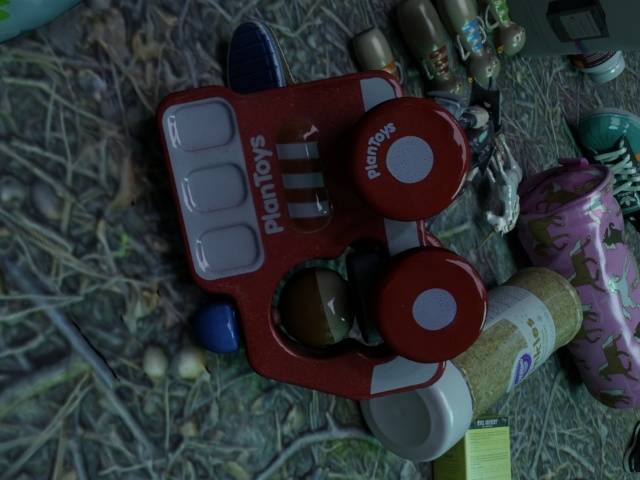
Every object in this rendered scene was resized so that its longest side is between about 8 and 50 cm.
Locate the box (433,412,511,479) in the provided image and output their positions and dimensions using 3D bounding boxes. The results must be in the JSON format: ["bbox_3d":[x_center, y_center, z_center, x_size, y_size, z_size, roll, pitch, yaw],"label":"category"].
[{"bbox_3d":[0.187,0.332,0.898,0.087,0.058,0.232,5,79,-37],"label":"box"}]

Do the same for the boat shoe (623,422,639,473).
[{"bbox_3d":[0.581,0.369,1.316,0.125,0.038,0.046,-35,108,-43],"label":"boat shoe"}]

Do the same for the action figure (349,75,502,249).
[{"bbox_3d":[0.133,-0.078,0.857,0.285,0.099,0.185,-53,147,-24],"label":"action figure"}]

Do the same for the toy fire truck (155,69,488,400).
[{"bbox_3d":[0.000,0.000,0.667,0.253,0.169,0.302,-10,102,-2],"label":"toy fire truck"}]

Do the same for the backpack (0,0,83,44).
[{"bbox_3d":[-0.222,-0.237,0.446,0.273,0.290,0.356,46,46,-41],"label":"backpack"}]

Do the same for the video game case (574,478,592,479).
[{"bbox_3d":[0.371,0.438,1.105,0.157,0.019,0.143,13,75,-45],"label":"video game case"}]

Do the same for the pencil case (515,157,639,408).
[{"bbox_3d":[0.423,0.067,1.120,0.386,0.160,0.167,60,19,-20],"label":"pencil case"}]

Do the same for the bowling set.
[{"bbox_3d":[0.193,-0.251,0.915,0.287,0.199,0.154,-45,117,-36],"label":"bowling set"}]

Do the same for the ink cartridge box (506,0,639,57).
[{"bbox_3d":[0.435,-0.378,1.055,0.226,0.306,0.131,-38,111,-13],"label":"ink cartridge box"}]

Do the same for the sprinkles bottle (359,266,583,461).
[{"bbox_3d":[0.198,0.136,0.902,0.355,0.121,0.121,-22,99,-46],"label":"sprinkles bottle"}]

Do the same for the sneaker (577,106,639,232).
[{"bbox_3d":[0.551,-0.119,1.317,0.302,0.108,0.121,35,56,-38],"label":"sneaker"}]

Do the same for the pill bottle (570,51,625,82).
[{"bbox_3d":[0.476,-0.353,1.293,0.152,0.086,0.086,45,54,-31],"label":"pill bottle"}]

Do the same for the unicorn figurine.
[{"bbox_3d":[0.255,-0.081,1.040,0.162,0.060,0.111,-48,116,-39],"label":"unicorn figurine"}]

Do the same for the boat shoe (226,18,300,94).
[{"bbox_3d":[-0.043,-0.132,0.747,0.066,0.066,0.183,-32,116,-49],"label":"boat shoe"}]
